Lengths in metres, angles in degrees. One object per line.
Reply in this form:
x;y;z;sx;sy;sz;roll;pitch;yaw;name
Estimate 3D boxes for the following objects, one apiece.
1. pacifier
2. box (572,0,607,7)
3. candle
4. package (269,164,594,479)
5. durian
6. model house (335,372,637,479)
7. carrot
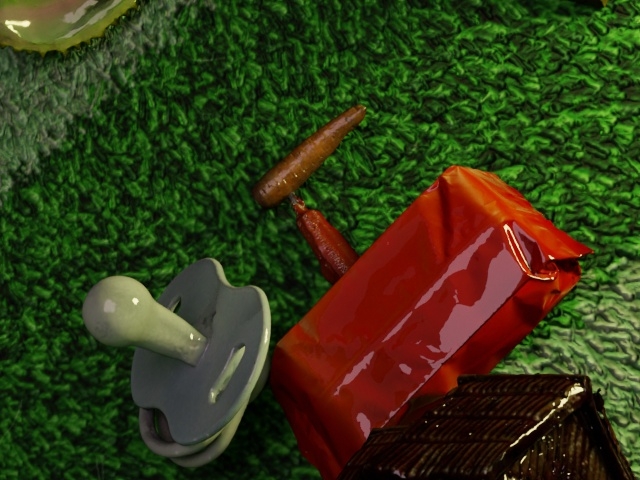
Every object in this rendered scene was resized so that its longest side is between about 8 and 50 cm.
-0.193;0.126;1.740;0.244;0.233;0.299;-59;31;-3;pacifier
0.297;-0.377;1.839;0.193;0.030;0.121;18;81;27;box
0.000;0.000;1.826;0.053;0.048;0.162;-48;60;21;candle
0.114;0.104;1.700;0.423;0.123;0.196;-45;57;3;package
-0.340;-0.400;2.035;0.355;0.169;0.157;-48;62;8;durian
0.175;0.286;1.553;0.317;0.297;0.282;-10;67;41;model house
-0.012;-0.111;1.874;0.191;0.047;0.047;-41;62;1;carrot
